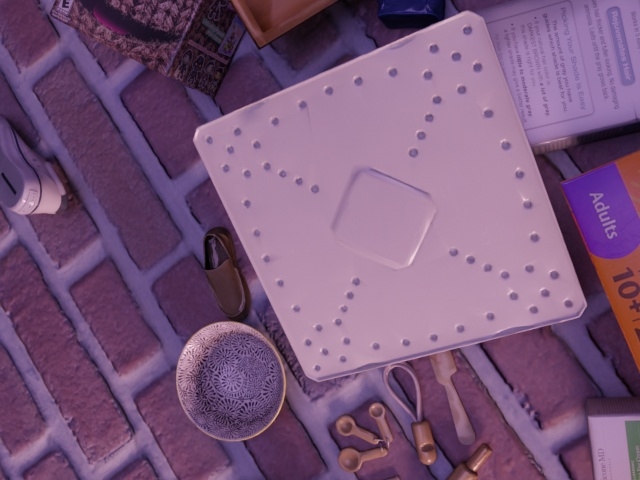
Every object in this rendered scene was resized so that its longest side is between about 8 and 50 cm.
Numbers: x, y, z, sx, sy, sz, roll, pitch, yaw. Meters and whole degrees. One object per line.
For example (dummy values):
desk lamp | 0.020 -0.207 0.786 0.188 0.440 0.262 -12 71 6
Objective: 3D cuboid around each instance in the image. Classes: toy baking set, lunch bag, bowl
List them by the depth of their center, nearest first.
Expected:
toy baking set | 0.129 0.276 0.987 0.197 0.030 0.256 43 101 15
lunch bag | 0.124 -0.334 0.991 0.099 0.067 0.065 6 90 20
bowl | -0.117 0.199 1.045 0.170 0.080 0.170 -1 88 18

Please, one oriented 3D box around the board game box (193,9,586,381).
board game box | 0.084 -0.034 0.914 0.390 0.050 0.389 -18 105 23

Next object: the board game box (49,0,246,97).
board game box | -0.219 -0.403 1.067 0.232 0.141 0.290 28 97 17

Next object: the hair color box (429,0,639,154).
hair color box | 0.343 -0.221 0.890 0.375 0.114 0.185 -12 86 19

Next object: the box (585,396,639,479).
box | 0.373 0.249 0.871 0.087 0.102 0.101 -6 87 20

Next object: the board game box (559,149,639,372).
board game box | 0.487 0.045 0.686 0.357 0.356 0.356 -24 80 24

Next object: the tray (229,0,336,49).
tray | 0.042 -0.446 0.935 0.411 0.076 0.202 -31 103 0

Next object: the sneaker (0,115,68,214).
sneaker | -0.497 -0.119 1.181 0.094 0.091 0.258 -52 54 15

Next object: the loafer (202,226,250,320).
loafer | -0.149 0.051 1.076 0.056 0.050 0.148 -22 81 16
